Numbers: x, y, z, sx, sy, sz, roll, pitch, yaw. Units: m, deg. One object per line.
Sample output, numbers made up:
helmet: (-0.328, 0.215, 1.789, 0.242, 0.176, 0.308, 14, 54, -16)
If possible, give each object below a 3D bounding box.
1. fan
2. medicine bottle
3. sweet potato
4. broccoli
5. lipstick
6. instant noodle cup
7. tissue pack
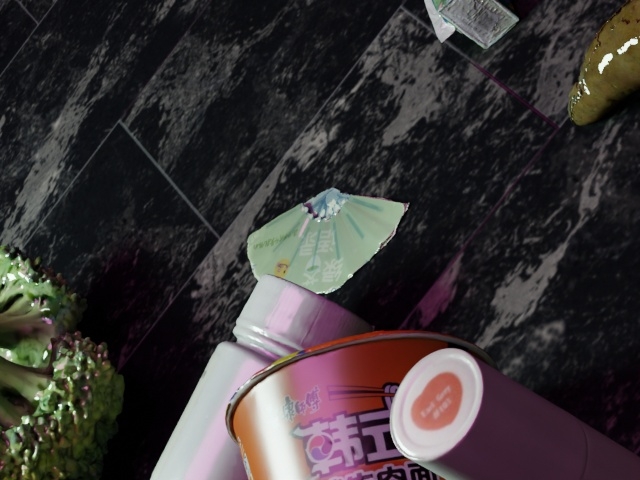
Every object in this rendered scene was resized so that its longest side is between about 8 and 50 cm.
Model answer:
fan: (0.000, 0.000, 1.987, 0.240, 0.009, 0.131, -12, 59, 42)
medicine bottle: (-0.058, 0.168, 1.823, 0.144, 0.144, 0.252, 20, 83, 51)
sweet potato: (0.340, -0.179, 1.674, 0.310, 0.098, 0.124, -3, 70, 50)
broccoli: (-0.339, 0.153, 2.045, 0.302, 0.249, 0.375, 96, -179, -48)
lipstick: (0.190, 0.182, 1.395, 0.087, 0.327, 0.087, -28, 47, 34)
instant noodle cup: (0.051, 0.221, 1.605, 0.250, 0.250, 0.192, -31, 53, 30)
tissue pack: (0.144, -0.260, 1.947, 0.079, 0.085, 0.111, -40, 42, 22)
